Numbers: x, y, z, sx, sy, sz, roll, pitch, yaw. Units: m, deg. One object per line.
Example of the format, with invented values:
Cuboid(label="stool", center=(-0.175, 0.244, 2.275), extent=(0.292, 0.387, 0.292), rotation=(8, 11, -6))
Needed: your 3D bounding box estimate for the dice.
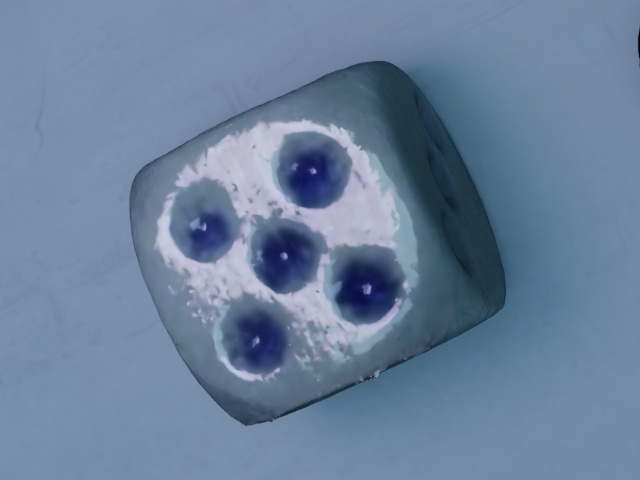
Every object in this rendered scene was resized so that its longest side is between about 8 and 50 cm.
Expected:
Cuboid(label="dice", center=(0.000, 0.000, 1.784), extent=(0.265, 0.268, 0.262), rotation=(-25, 88, 17))

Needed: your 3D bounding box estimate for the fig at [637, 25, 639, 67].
Cuboid(label="fig", center=(0.423, -0.116, 1.710), extent=(0.217, 0.217, 0.321), rotation=(-30, 106, 16))
